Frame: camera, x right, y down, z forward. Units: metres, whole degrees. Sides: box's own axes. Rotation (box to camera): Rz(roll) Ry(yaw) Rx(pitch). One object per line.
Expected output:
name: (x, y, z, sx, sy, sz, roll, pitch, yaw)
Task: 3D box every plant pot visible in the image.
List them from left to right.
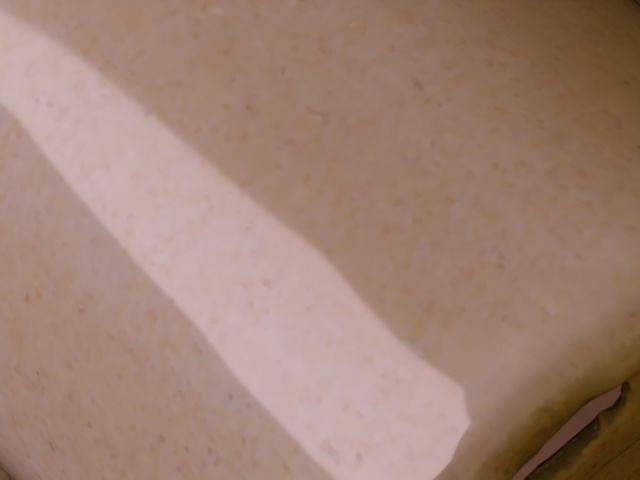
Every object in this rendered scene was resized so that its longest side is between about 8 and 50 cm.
plant pot: (0.000, 0.000, 0.609, 0.305, 0.334, 0.334, 47, 115, 34)

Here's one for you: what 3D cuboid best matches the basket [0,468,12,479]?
basket: (-0.321, 0.051, 0.898, 0.331, 0.266, 0.328, 8, 56, 49)
